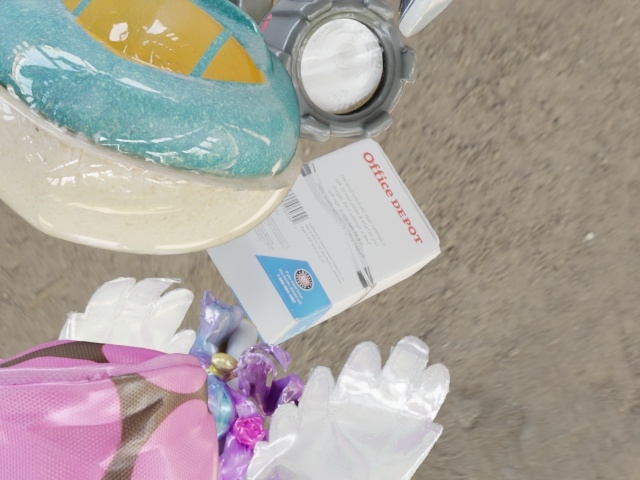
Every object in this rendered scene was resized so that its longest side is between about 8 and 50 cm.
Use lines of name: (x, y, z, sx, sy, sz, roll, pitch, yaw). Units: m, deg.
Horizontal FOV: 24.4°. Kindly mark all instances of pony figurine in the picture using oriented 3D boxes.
pony figurine: (-0.098, 0.180, 1.213, 0.303, 0.363, 0.351, 18, 104, -14)

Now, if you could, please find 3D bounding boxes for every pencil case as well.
pencil case: (-0.070, 0.131, 0.413, 0.095, 0.098, 0.209, -2, 92, -23)

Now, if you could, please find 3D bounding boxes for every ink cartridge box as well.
ink cartridge box: (0.000, 0.000, 1.446, 0.191, 0.082, 0.139, -24, 78, -35)

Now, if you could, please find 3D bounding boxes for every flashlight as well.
flashlight: (-0.042, -0.132, 1.063, 0.103, 0.304, 0.103, -8, 104, -24)

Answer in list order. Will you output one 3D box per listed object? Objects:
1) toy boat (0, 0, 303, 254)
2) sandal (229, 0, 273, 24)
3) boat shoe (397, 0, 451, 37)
toy boat: (-0.149, -0.114, 0.770, 0.318, 0.267, 0.148, 25, 107, -5)
sandal: (-0.062, -0.366, 1.357, 0.107, 0.445, 0.167, -14, 37, -37)
boat shoe: (0.105, -0.290, 1.515, 0.065, 0.183, 0.083, -36, 77, -33)
